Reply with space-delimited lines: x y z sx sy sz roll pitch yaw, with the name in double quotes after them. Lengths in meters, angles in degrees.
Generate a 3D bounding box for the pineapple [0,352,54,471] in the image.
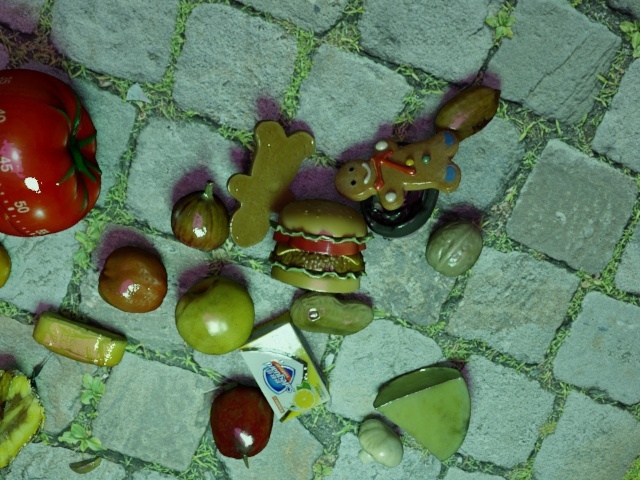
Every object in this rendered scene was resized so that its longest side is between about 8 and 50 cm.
-0.862 0.466 1.585 0.161 0.158 0.335 14 99 33 "pineapple"

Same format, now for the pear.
-0.273 0.205 1.516 0.208 0.209 0.209 -1 103 -4 "pear"

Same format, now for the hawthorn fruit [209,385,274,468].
-0.218 0.519 1.586 0.189 0.251 0.190 -2 130 -3 "hawthorn fruit"

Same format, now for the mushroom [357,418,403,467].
0.167 0.597 1.660 0.122 0.154 0.154 -45 102 1 "mushroom"

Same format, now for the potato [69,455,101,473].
-0.688 0.666 1.674 0.093 0.036 0.037 -14 100 -2 "potato"

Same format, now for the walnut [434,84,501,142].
0.387 -0.334 1.494 0.207 0.116 0.116 -37 103 -3 "walnut"

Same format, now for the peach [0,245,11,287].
-0.878 0.073 1.484 0.138 0.138 0.138 -1 103 -4 "peach"

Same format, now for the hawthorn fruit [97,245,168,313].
-0.488 0.108 1.497 0.189 0.189 0.189 -1 103 -4 "hawthorn fruit"

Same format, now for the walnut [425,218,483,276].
0.363 0.020 1.555 0.140 0.140 0.162 43 86 -12 "walnut"

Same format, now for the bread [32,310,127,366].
-0.654 0.269 1.558 0.245 0.102 0.094 21 94 -10 "bread"

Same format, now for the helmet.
0.216 -0.114 1.502 0.198 0.154 0.253 17 65 27 "helmet"

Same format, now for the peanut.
0.034 0.201 1.584 0.236 0.110 0.120 5 85 -7 "peanut"

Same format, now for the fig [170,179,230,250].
-0.313 -0.069 1.475 0.149 0.148 0.202 -4 112 5 "fig"

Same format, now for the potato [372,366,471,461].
0.312 0.517 1.676 0.269 0.112 0.255 -19 107 3 "potato"

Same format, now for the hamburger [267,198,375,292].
0.000 0.000 1.459 0.274 0.274 0.212 8 99 -6 "hamburger"

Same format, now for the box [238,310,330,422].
-0.099 0.356 1.615 0.168 0.097 0.265 -25 103 1 "box"

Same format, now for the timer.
-0.673 -0.195 1.308 0.279 0.378 0.378 -5 103 -6 "timer"

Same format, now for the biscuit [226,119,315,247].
-0.150 -0.143 1.485 0.216 0.047 0.340 13 102 -39 "biscuit"

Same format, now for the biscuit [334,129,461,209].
0.188 -0.175 1.436 0.323 0.049 0.206 -8 62 17 "biscuit"
